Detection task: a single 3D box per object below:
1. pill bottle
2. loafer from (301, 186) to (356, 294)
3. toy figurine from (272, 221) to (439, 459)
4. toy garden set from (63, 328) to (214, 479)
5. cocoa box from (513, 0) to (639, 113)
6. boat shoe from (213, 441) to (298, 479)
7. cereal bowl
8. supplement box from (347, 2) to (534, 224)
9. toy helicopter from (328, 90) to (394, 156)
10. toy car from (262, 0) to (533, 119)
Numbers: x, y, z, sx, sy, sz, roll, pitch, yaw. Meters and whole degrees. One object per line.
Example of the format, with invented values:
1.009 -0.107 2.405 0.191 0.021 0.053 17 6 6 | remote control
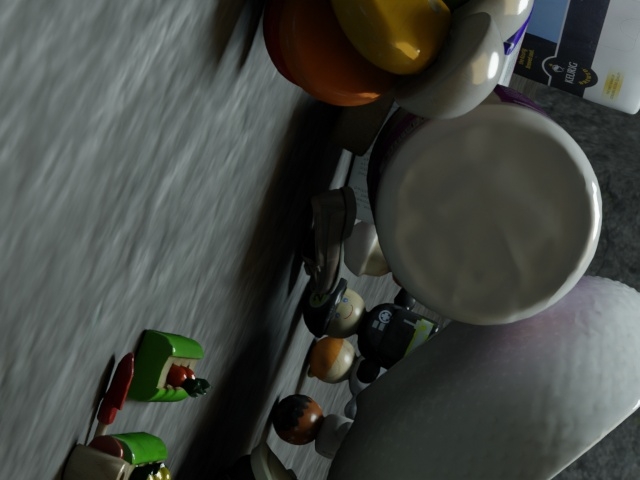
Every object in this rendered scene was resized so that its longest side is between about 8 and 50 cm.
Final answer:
0.123 -0.041 1.587 0.301 0.169 0.169 -90 -162 -80 | pill bottle
0.000 0.000 1.684 0.125 0.039 0.045 106 -25 -48 | loafer
0.048 0.106 1.902 0.213 0.148 0.209 -61 174 -58 | toy figurine
-0.123 0.176 1.187 0.204 0.049 0.244 35 75 -82 | toy garden set
0.261 -0.325 1.936 0.347 0.228 0.231 92 19 -66 | cocoa box
-0.056 0.244 1.620 0.113 0.127 0.340 -30 175 -3 | boat shoe
0.132 0.137 1.646 0.339 0.141 0.339 -38 176 -3 | cereal bowl
0.106 -0.120 1.813 0.111 0.114 0.220 -59 165 -58 | supplement box
0.084 -0.180 1.476 0.355 0.140 0.235 120 -8 -45 | toy helicopter
0.032 -0.150 1.200 0.136 0.159 0.182 -32 -160 39 | toy car
